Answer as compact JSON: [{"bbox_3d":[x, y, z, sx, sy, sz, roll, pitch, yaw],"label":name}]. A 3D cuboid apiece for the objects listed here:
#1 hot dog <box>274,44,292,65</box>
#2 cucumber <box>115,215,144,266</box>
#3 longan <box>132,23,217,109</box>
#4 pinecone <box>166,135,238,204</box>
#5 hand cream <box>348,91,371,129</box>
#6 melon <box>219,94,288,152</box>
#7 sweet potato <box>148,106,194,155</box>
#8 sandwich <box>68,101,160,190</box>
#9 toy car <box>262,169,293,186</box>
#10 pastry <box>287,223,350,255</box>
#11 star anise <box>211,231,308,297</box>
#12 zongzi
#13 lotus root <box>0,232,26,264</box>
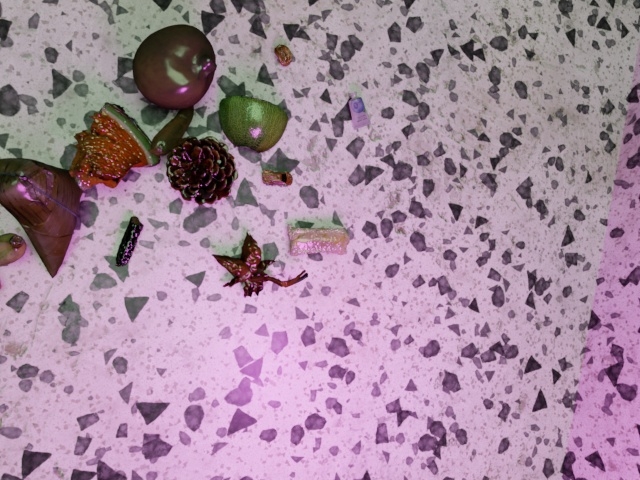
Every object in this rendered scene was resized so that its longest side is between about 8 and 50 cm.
[{"bbox_3d":[-0.145,-0.727,1.666,0.058,0.035,0.083,-30,96,-13],"label":"hot dog"},{"bbox_3d":[-0.657,0.005,1.458,0.053,0.053,0.182,22,83,-15],"label":"cucumber"},{"bbox_3d":[-0.478,-0.578,1.435,0.300,0.243,0.300,-5,74,19],"label":"longan"},{"bbox_3d":[-0.407,-0.234,1.431,0.246,0.292,0.246,0,98,-1],"label":"pinecone"},{"bbox_3d":[0.154,-0.535,1.744,0.084,0.053,0.142,-24,104,-18],"label":"hand cream"},{"bbox_3d":[-0.246,-0.425,1.571,0.265,0.129,0.169,10,87,-17],"label":"melon"},{"bbox_3d":[-0.506,-0.396,1.490,0.075,0.075,0.273,30,59,-13],"label":"sweet potato"},{"bbox_3d":[-0.701,-0.273,1.402,0.250,0.162,0.301,46,45,-22],"label":"sandwich"},{"bbox_3d":[-0.163,-0.238,1.631,0.122,0.035,0.059,2,82,-15],"label":"toy car"},{"bbox_3d":[-0.002,0.006,1.644,0.258,0.089,0.122,3,98,-14],"label":"pastry"},{"bbox_3d":[-0.216,0.102,1.537,0.346,0.148,0.237,13,87,-3],"label":"star anise"},{"bbox_3d":[-0.849,-0.052,1.264,0.159,0.323,0.361,9,90,-1],"label":"zongzi"},{"bbox_3d":[-0.962,0.024,1.309,0.090,0.183,0.077,63,30,-16],"label":"lotus root"}]
